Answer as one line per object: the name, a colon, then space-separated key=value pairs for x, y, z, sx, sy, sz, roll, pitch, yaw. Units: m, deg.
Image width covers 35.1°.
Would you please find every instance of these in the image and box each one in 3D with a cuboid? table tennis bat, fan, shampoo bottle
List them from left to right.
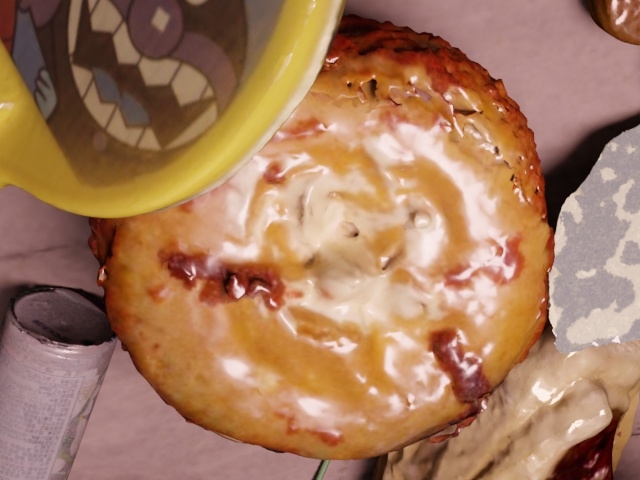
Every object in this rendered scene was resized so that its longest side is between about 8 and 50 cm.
shampoo bottle: x=-0.184 y=0.130 z=0.620 sx=0.072 sy=0.072 sz=0.214 roll=16 pitch=115 yaw=-18
table tennis bat: x=-0.130 y=-0.083 z=0.451 sx=0.368 sy=0.224 sz=0.054 roll=-43 pitch=161 yaw=27
fan: x=0.219 y=-0.014 z=0.590 sx=0.240 sy=0.009 sz=0.131 roll=-28 pitch=93 yaw=-17

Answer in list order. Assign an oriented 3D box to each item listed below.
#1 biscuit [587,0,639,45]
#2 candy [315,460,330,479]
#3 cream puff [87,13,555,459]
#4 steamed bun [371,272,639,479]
biscuit: x=0.257 y=-0.175 z=0.532 sx=0.180 sy=0.039 sz=0.236 roll=40 pitch=107 yaw=-22
candy: x=-0.011 y=0.201 z=0.722 sx=0.035 sy=0.035 sz=0.123 roll=18 pitch=107 yaw=-7
cream puff: x=0.001 y=0.000 z=0.521 sx=0.240 sy=0.164 sz=0.240 roll=-2 pitch=105 yaw=-8
steamed bun: x=0.152 y=0.232 z=0.682 sx=0.247 sy=0.189 sz=0.428 roll=13 pitch=117 yaw=-26
